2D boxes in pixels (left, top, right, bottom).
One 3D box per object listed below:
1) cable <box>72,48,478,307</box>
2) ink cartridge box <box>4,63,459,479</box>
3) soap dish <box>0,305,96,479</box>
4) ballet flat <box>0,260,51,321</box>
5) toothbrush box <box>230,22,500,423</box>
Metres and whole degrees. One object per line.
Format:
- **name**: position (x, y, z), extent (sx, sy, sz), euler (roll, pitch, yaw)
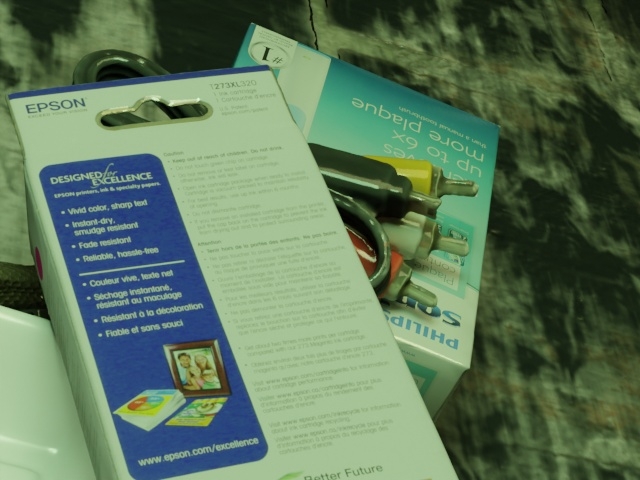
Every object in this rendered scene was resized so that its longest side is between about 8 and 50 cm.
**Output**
- **cable**: position (-0.042, -0.031, 1.147), extent (0.287, 0.072, 0.139), euler (17, 55, 8)
- **ink cartridge box**: position (-0.059, 0.048, 0.987), extent (0.176, 0.069, 0.371), euler (-8, 51, -18)
- **soap dish**: position (-0.206, 0.162, 0.946), extent (0.229, 0.118, 0.291), euler (18, 38, -13)
- **ballet flat**: position (-0.249, 0.032, 1.101), extent (0.250, 0.084, 0.058), euler (7, 50, -32)
- **toothbrush box**: position (0.000, 0.000, 1.258), extent (0.216, 0.126, 0.295), euler (23, 38, -5)
